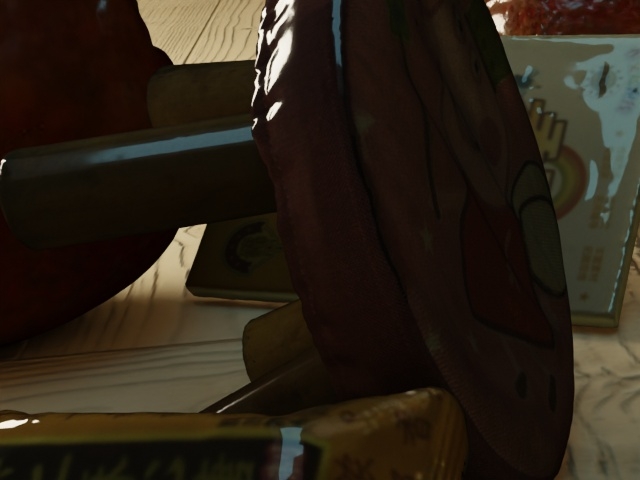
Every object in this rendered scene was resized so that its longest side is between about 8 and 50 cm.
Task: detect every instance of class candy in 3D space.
[{"bbox_3d":[-0.084,0.119,0.576,0.271,0.101,0.143,-1,55,21],"label":"candy"}]

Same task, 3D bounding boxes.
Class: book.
[{"bbox_3d":[0.069,-0.047,0.986,0.295,0.020,0.208,3,61,27],"label":"book"}]

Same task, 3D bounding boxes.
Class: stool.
[{"bbox_3d":[0.000,0.000,0.711,0.178,0.272,0.272,-15,13,23],"label":"stool"}]

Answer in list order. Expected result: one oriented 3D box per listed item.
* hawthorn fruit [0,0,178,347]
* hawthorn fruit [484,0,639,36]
[{"bbox_3d":[-0.243,-0.073,0.962,0.324,0.308,0.308,-14,17,1],"label":"hawthorn fruit"},{"bbox_3d":[0.229,-0.116,1.100,0.262,0.211,0.210,15,20,5],"label":"hawthorn fruit"}]
